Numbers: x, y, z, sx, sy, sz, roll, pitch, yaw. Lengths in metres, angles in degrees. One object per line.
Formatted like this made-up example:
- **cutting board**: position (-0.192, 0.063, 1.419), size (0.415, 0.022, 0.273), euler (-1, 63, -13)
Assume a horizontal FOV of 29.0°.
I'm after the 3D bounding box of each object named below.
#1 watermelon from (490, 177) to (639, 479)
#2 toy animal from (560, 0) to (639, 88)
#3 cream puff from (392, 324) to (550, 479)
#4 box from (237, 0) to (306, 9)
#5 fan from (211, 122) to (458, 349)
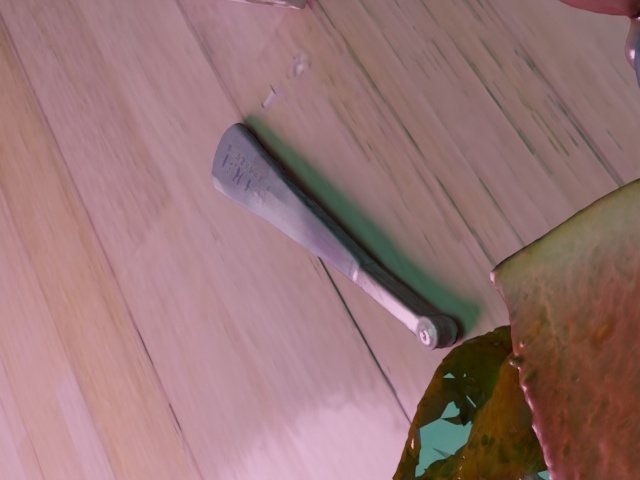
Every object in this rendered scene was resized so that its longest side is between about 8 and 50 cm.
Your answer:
- **watermelon**: position (0.180, 0.082, 0.372), size (0.159, 0.128, 0.303), euler (-53, 40, 32)
- **toy animal**: position (0.198, -0.125, 0.473), size (0.210, 0.221, 0.230), euler (-12, 73, 37)
- **cream puff**: position (0.150, 0.139, 0.538), size (0.244, 0.196, 0.244), euler (1, 91, 51)
- **box**: position (-0.081, -0.312, 0.890), size (0.194, 0.111, 0.261), euler (26, 110, 47)
- **fan**: position (0.000, 0.000, 0.856), size (0.282, 0.023, 0.057), euler (43, 119, 43)
